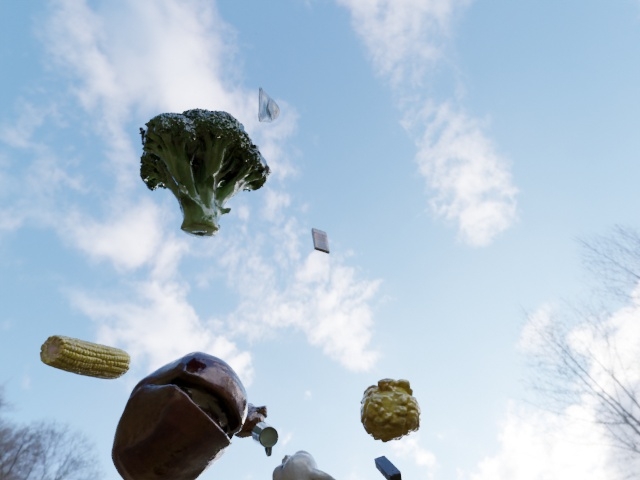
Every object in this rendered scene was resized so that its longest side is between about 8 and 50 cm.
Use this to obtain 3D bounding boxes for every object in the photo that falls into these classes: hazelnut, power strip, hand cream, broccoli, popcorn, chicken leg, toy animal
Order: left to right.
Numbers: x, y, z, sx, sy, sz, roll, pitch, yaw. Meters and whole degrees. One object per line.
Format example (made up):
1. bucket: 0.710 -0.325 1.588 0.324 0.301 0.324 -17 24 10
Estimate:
1. hazelnut: -0.261 0.341 0.777 0.217 0.251 0.217 23 -39 20
2. broccoli: -0.229 -0.127 0.830 0.269 0.268 0.254 10 -31 -14
3. chicken leg: -0.277 0.520 1.260 0.113 0.305 0.093 -12 -80 -45
4. hand cream: -0.100 -0.244 0.761 0.037 0.165 0.057 3 -77 -1
5. toy animal: -0.045 0.689 1.135 0.128 0.179 0.192 -22 -45 -36
6. power strip: 0.188 0.642 1.153 0.038 0.111 0.029 -9 -90 -17
7. popcorn: 0.198 0.482 1.169 0.180 0.170 0.179 5 -77 20

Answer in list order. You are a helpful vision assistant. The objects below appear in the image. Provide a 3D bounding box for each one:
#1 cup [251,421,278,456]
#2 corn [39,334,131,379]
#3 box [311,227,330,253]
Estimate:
1. cup: -0.137 0.488 1.008 0.055 0.074 0.083 17 -23 -13
2. corn: -0.647 0.330 1.149 0.093 0.093 0.244 -36 -37 9
3. box: 0.000 0.000 1.127 0.046 0.083 0.012 18 -53 -22
